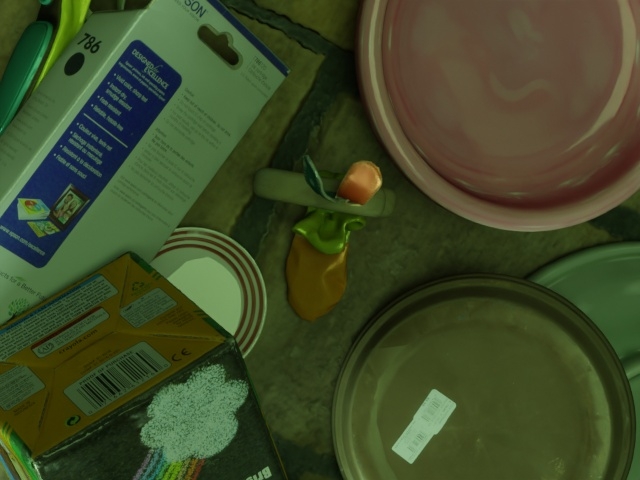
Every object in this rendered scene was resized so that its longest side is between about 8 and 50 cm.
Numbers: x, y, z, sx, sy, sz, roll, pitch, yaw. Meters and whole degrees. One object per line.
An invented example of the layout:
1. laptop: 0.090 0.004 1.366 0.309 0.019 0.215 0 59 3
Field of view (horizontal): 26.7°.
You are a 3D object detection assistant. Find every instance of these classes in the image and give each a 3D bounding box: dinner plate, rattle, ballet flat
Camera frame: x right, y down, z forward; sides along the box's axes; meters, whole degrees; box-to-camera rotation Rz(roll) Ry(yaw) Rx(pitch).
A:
1. dinner plate: -0.118 0.057 1.204 0.141 0.017 0.141 -2 99 -16
2. rattle: 0.000 0.000 1.133 0.130 0.200 0.142 26 90 -17
3. ballet flat: -0.207 -0.180 1.122 0.077 0.077 0.230 16 91 -30

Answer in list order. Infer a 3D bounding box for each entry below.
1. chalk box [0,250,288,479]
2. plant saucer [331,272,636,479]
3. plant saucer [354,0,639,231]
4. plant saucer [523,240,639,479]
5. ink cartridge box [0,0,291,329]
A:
1. chalk box: -0.144 0.192 1.099 0.180 0.179 0.288 -31 128 -21
2. plant saucer: 0.144 0.168 1.220 0.278 0.041 0.277 0 92 11
3. plant saucer: 0.184 -0.176 1.224 0.332 0.084 0.332 -2 98 -16
4. plant saucer: 0.313 0.203 1.302 0.401 0.100 0.400 -2 98 -16
5. ink cartridge box: -0.179 -0.059 1.113 0.332 0.065 0.165 -53 136 -3
